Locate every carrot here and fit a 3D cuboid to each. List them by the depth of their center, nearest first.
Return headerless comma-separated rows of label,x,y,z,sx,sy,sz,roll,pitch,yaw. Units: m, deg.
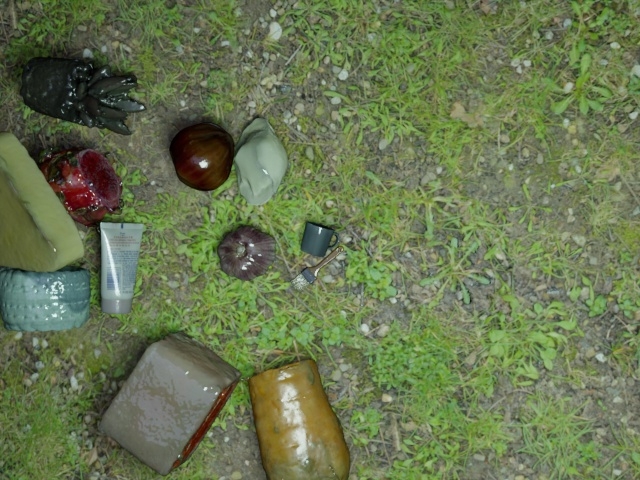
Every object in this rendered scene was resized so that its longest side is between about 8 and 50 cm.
carrot,-0.055,0.485,1.816,0.224,0.224,0.341,-20,78,8

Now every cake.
cake,-0.381,0.413,1.861,0.230,0.237,0.309,32,92,5

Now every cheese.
cheese,-0.809,-0.054,1.877,0.384,0.104,0.384,16,120,29

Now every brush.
brush,-0.005,0.071,1.913,0.170,0.014,0.043,-40,85,6

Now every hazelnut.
hazelnut,-0.300,-0.215,1.869,0.178,0.204,0.178,0,104,1

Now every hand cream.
hand cream,-0.549,0.073,1.953,0.083,0.133,0.248,8,93,40

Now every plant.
plant,-0.632,-0.394,1.929,0.320,0.194,0.182,11,95,12

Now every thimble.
thimble,-0.744,0.152,1.934,0.250,0.205,0.172,3,95,3

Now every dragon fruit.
dragon fruit,-0.618,-0.149,1.929,0.147,0.211,0.282,-32,110,7

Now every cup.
cup,0.000,0.000,1.888,0.100,0.078,0.077,14,98,-22

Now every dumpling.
dumpling,-0.171,-0.205,1.900,0.166,0.126,0.216,-18,96,35

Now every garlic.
garlic,-0.198,0.034,1.899,0.159,0.102,0.147,-2,90,10
